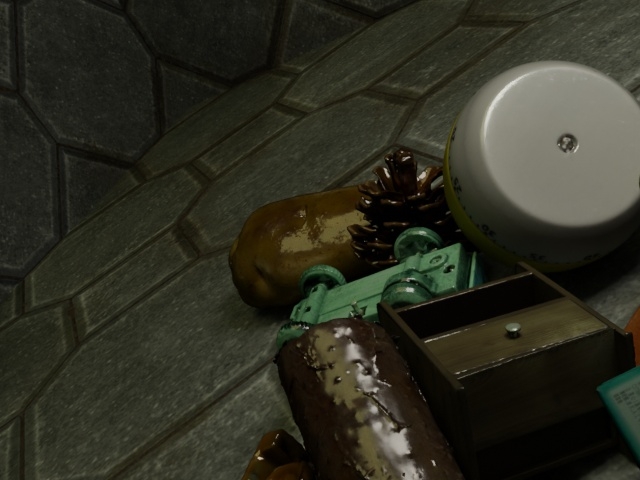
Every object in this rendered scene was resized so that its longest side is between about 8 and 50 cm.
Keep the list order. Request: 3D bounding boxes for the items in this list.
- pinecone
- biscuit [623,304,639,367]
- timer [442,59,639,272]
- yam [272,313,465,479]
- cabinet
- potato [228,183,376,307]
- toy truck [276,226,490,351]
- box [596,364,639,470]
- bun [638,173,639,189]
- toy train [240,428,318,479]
[{"bbox_3d":[0.127,-0.023,1.209,0.168,0.212,0.185,-17,20,36],"label":"pinecone"},{"bbox_3d":[0.397,0.095,0.846,0.192,0.036,0.186,-45,27,-26],"label":"biscuit"},{"bbox_3d":[0.282,-0.076,1.117,0.285,0.285,0.285,-28,23,13],"label":"timer"},{"bbox_3d":[0.058,0.198,0.756,0.131,0.131,0.280,-31,49,5],"label":"yam"},{"bbox_3d":[0.179,0.133,0.849,0.174,0.148,0.215,-15,21,-10],"label":"cabinet"},{"bbox_3d":[0.000,0.000,1.422,0.369,0.177,0.195,-18,0,25],"label":"potato"},{"bbox_3d":[0.081,0.102,1.094,0.278,0.156,0.155,-22,24,26],"label":"toy truck"},{"bbox_3d":[0.335,0.182,0.639,0.153,0.092,0.245,-29,30,10],"label":"box"},{"bbox_3d":[0.449,-0.031,0.874,0.209,0.116,0.237,-1,14,-27],"label":"bun"},{"bbox_3d":[-0.076,0.361,0.787,0.231,0.163,0.369,-28,21,37],"label":"toy train"}]
